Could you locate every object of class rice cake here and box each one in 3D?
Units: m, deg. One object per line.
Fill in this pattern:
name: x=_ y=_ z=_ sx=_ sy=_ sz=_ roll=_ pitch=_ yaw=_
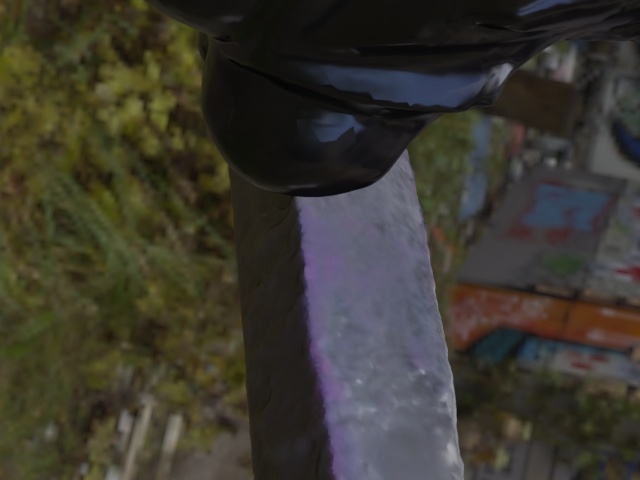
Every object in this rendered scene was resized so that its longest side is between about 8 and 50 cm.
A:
rice cake: x=0.000 y=0.000 z=0.709 sx=0.064 sy=0.070 sz=0.399 roll=-53 pitch=-151 yaw=34

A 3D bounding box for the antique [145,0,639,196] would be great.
antique: x=0.050 y=-0.155 z=0.522 sx=0.322 sy=0.255 sz=0.185 roll=-114 pitch=180 yaw=-52
